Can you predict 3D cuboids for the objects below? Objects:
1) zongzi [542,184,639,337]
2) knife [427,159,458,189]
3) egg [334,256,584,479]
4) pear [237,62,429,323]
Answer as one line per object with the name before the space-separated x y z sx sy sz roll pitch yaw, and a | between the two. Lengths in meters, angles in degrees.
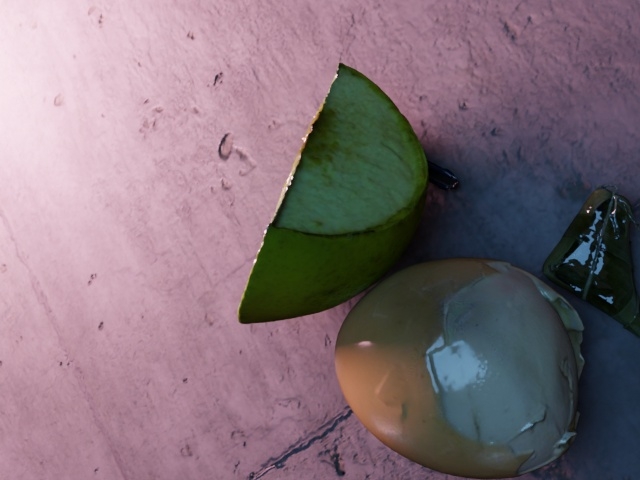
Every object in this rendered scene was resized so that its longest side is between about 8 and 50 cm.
zongzi | 0.284 0.017 1.040 0.119 0.055 0.109 34 99 14
knife | 0.097 -0.084 1.165 0.121 0.018 0.031 29 100 25
egg | 0.124 0.115 1.028 0.244 0.201 0.201 4 87 38
pear | 0.004 -0.001 1.108 0.139 0.288 0.239 27 132 -7
